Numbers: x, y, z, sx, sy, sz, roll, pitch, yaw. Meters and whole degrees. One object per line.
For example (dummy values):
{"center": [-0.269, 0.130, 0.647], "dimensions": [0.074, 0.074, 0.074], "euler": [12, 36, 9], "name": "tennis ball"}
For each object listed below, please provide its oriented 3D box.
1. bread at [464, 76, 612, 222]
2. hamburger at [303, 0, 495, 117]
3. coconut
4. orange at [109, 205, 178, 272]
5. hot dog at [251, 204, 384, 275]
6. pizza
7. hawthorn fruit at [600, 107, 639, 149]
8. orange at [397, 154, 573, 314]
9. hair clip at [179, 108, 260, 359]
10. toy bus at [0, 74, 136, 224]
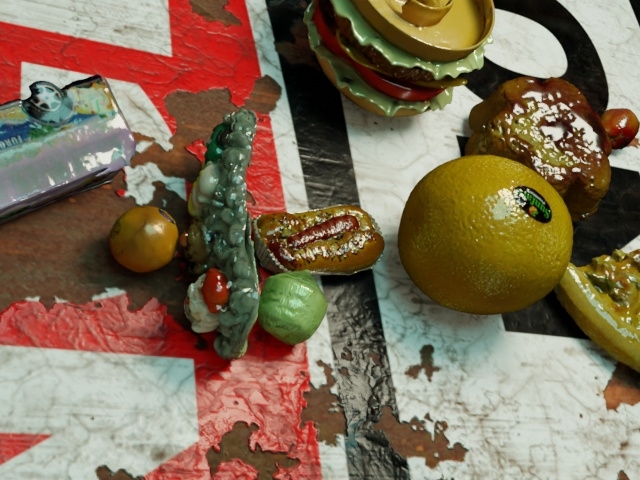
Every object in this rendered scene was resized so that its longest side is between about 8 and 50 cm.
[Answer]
{"center": [0.342, -0.139, 1.559], "dimensions": [0.232, 0.135, 0.246], "euler": [-13, 68, -21], "name": "bread"}
{"center": [0.109, -0.313, 1.492], "dimensions": [0.275, 0.212, 0.274], "euler": [12, 56, -19], "name": "hamburger"}
{"center": [-0.034, 0.079, 1.225], "dimensions": [0.088, 0.088, 0.096], "euler": [29, 70, -9], "name": "coconut"}
{"center": [-0.210, -0.001, 1.184], "dimensions": [0.084, 0.083, 0.083], "euler": [15, 53, -20], "name": "orange"}
{"center": [0.000, 0.000, 1.320], "dimensions": [0.191, 0.059, 0.108], "euler": [-8, 59, -31], "name": "hot dog"}
{"center": [0.495, 0.132, 1.497], "dimensions": [0.258, 0.087, 0.268], "euler": [-11, 67, -32], "name": "pizza"}
{"center": [0.521, -0.195, 1.744], "dimensions": [0.077, 0.077, 0.077], "euler": [15, 53, -20], "name": "hawthorn fruit"}
{"center": [0.220, -0.007, 1.344], "dimensions": [0.236, 0.236, 0.236], "euler": [15, 53, -20], "name": "orange"}
{"center": [-0.127, -0.016, 1.211], "dimensions": [0.091, 0.138, 0.321], "euler": [5, 55, -14], "name": "hair clip"}
{"center": [-0.369, -0.088, 1.140], "dimensions": [0.317, 0.112, 0.138], "euler": [-29, 86, -39], "name": "toy bus"}
